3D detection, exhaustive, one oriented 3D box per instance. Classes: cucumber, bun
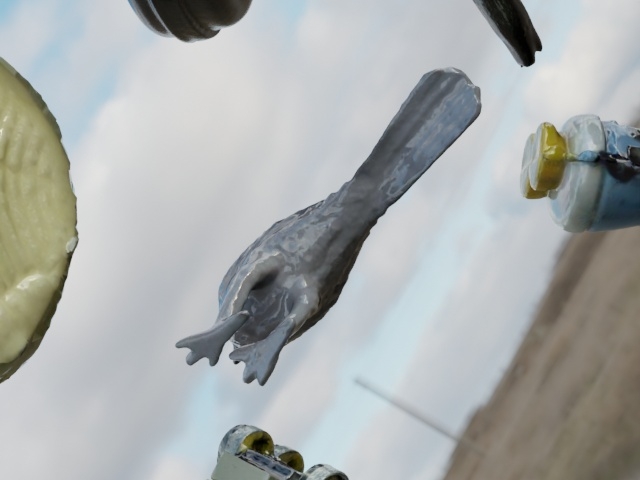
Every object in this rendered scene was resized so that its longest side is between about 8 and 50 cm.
[{"bbox_3d":[0.150,-0.200,1.409,0.033,0.135,0.034,-46,27,-8],"label":"cucumber"},{"bbox_3d":[-0.288,-0.019,1.080,0.152,0.259,0.259,-22,23,46],"label":"bun"}]

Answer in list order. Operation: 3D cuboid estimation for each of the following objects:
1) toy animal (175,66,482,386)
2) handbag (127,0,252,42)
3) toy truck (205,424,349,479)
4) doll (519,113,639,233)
[{"bbox_3d":[-0.024,0.028,1.282,0.367,0.081,0.206,-50,0,45],"label":"toy animal"},{"bbox_3d":[-0.127,-0.336,1.567,0.254,0.093,0.308,44,-140,-68],"label":"handbag"},{"bbox_3d":[-0.010,0.212,1.151,0.227,0.098,0.114,38,-102,-46],"label":"toy truck"},{"bbox_3d":[0.327,-0.051,1.393,0.177,0.314,0.141,123,153,-81],"label":"doll"}]
